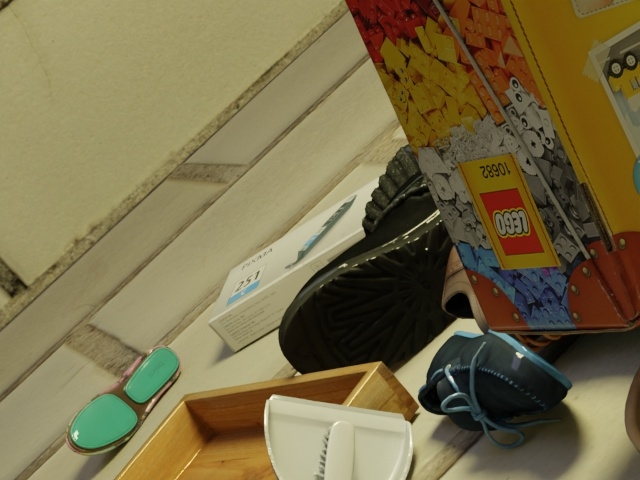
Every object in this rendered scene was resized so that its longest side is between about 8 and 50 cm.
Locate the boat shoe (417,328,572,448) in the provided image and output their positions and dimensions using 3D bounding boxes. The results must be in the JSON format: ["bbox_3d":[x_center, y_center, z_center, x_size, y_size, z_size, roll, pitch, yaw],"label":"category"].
[{"bbox_3d":[0.156,0.141,1.469,0.089,0.109,0.258,-51,1,-9],"label":"boat shoe"}]

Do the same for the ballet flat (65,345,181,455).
[{"bbox_3d":[-0.276,0.232,2.238,0.221,0.077,0.079,-47,-2,-38],"label":"ballet flat"}]

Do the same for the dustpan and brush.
[{"bbox_3d":[0.014,0.241,1.506,0.060,0.147,0.211,115,162,-61],"label":"dustpan and brush"}]

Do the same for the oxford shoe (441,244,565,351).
[{"bbox_3d":[0.229,0.054,1.499,0.133,0.130,0.363,-62,22,-4],"label":"oxford shoe"}]

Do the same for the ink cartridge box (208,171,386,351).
[{"bbox_3d":[0.000,0.000,2.217,0.296,0.066,0.261,-32,19,28],"label":"ink cartridge box"}]

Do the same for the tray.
[{"bbox_3d":[-0.085,0.246,1.747,0.411,0.076,0.203,-15,30,55],"label":"tray"}]

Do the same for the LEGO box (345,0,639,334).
[{"bbox_3d":[0.301,-0.202,1.288,0.500,0.372,0.193,-28,9,-25],"label":"LEGO box"}]

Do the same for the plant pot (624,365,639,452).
[{"bbox_3d":[0.336,0.102,1.103,0.237,0.110,0.237,-36,17,13],"label":"plant pot"}]

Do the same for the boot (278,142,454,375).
[{"bbox_3d":[0.079,0.016,1.863,0.348,0.131,0.260,-32,22,-9],"label":"boot"}]
